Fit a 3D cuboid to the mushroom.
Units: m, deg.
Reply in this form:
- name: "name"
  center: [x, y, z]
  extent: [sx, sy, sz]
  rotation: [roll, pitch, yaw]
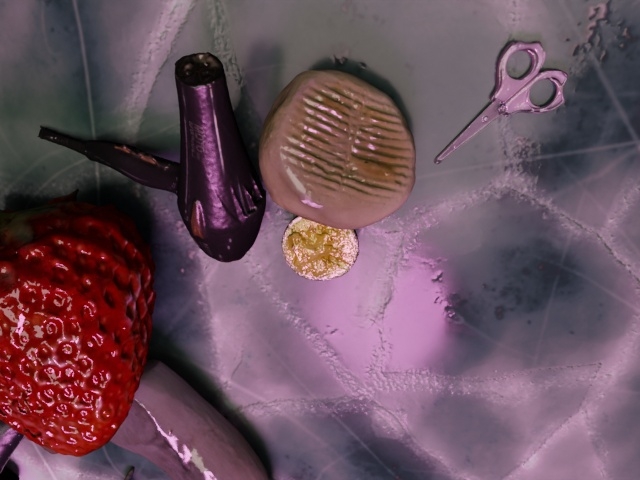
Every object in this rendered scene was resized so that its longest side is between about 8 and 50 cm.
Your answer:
- name: "mushroom"
  center: [-0.188, 0.359, 0.957]
  extent: [0.177, 0.126, 0.397]
  rotation: [-37, 103, 29]

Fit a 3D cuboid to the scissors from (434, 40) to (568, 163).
- name: "scissors"
  center: [0.215, -0.160, 0.756]
  extent: [0.100, 0.015, 0.189]
  rotation: [43, 112, -12]

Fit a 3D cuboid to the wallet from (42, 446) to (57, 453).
- name: "wallet"
  center: [-0.432, 0.280, 0.999]
  extent: [0.152, 0.039, 0.118]
  rotation: [-41, 101, 15]

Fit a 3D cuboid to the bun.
- name: "bun"
  center: [0.020, -0.106, 0.740]
  extent: [0.193, 0.128, 0.179]
  rotation: [18, 86, -15]

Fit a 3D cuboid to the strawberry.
- name: "strawberry"
  center: [-0.351, 0.093, 0.804]
  extent: [0.291, 0.292, 0.310]
  rotation: [-10, 126, 11]

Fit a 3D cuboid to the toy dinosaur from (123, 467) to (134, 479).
- name: "toy dinosaur"
  center: [-0.271, 0.522, 1.076]
  extent: [0.188, 0.075, 0.248]
  rotation: [0, 106, -3]

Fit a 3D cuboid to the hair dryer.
- name: "hair dryer"
  center: [-0.237, -0.119, 0.764]
  extent: [0.359, 0.120, 0.304]
  rotation: [18, 146, 17]

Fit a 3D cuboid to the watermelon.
- name: "watermelon"
  center: [0.000, 0.000, 0.821]
  extent: [0.105, 0.062, 0.106]
  rotation: [0, 115, 1]

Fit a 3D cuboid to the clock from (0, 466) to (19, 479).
- name: "clock"
  center: [-0.684, 0.574, 1.033]
  extent: [0.120, 0.276, 0.379]
  rotation: [38, 115, -7]

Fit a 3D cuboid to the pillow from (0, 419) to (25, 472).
- name: "pillow"
  center: [-0.610, 0.309, 1.017]
  extent: [0.208, 0.055, 0.141]
  rotation: [33, 86, -5]
